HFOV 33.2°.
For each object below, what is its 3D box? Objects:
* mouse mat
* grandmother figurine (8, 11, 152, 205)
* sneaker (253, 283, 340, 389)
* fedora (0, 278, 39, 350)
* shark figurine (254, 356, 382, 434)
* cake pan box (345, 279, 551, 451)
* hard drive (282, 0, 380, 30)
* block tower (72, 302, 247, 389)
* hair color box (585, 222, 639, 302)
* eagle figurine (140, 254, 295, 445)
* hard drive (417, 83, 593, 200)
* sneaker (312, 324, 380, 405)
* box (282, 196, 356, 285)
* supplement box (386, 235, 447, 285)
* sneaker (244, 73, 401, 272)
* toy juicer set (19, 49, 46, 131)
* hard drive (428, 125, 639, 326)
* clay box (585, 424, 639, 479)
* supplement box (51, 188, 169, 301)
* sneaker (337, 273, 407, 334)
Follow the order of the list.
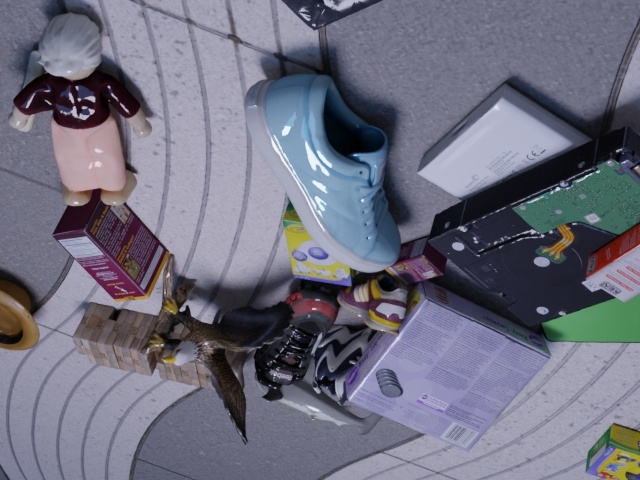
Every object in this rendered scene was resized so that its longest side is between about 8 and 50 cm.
[{"bbox_3d":[0.438,0.119,1.718,0.190,0.007,0.152,-1,139,27],"label":"mouse mat"},{"bbox_3d":[-0.359,-0.192,1.595,0.208,0.104,0.342,-7,142,-12],"label":"grandmother figurine"},{"bbox_3d":[-0.045,0.180,1.895,0.098,0.135,0.276,22,144,-15],"label":"sneaker"},{"bbox_3d":[-0.635,0.138,2.151,0.194,0.079,0.194,11,137,11],"label":"fedora"},{"bbox_3d":[-0.002,0.287,2.059,0.278,0.116,0.166,21,178,10],"label":"shark figurine"},{"bbox_3d":[0.214,0.215,1.796,0.267,0.070,0.245,25,119,-17],"label":"cake pan box"},{"bbox_3d":[-0.022,-0.370,1.242,0.172,0.054,0.254,-16,132,38],"label":"hard drive"},{"bbox_3d":[-0.303,0.210,2.091,0.336,0.097,0.091,12,144,12],"label":"block tower"},{"bbox_3d":[0.419,0.022,1.393,0.072,0.043,0.141,30,141,-15],"label":"hair color box"},{"bbox_3d":[-0.179,0.196,1.869,0.298,0.225,0.226,22,141,29],"label":"eagle figurine"},{"bbox_3d":[0.316,-0.076,1.489,0.308,0.040,0.203,29,143,-15],"label":"hard drive"},{"bbox_3d":[0.083,0.223,1.884,0.235,0.153,0.094,-3,140,26],"label":"sneaker"},{"bbox_3d":[0.000,0.000,1.725,0.105,0.043,0.179,8,141,14],"label":"box"},{"bbox_3d":[0.151,0.033,1.700,0.083,0.043,0.055,-19,130,41],"label":"supplement box"},{"bbox_3d":[0.043,-0.086,1.517,0.150,0.135,0.366,-8,137,36],"label":"sneaker"},{"bbox_3d":[-0.561,-0.222,1.642,0.329,0.089,0.209,12,143,8],"label":"toy juicer set"},{"bbox_3d":[0.348,-0.008,1.474,0.237,0.064,0.339,37,141,-24],"label":"hard drive"},{"bbox_3d":[0.621,0.420,1.990,0.222,0.053,0.127,18,144,2],"label":"clay box"},{"bbox_3d":[-0.357,0.008,1.838,0.081,0.104,0.188,-8,136,32],"label":"supplement box"},{"bbox_3d":[0.091,0.090,1.760,0.070,0.084,0.185,17,-172,-28],"label":"sneaker"}]
